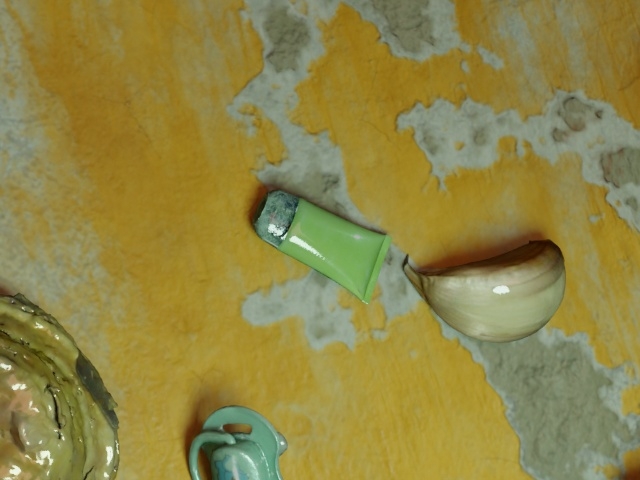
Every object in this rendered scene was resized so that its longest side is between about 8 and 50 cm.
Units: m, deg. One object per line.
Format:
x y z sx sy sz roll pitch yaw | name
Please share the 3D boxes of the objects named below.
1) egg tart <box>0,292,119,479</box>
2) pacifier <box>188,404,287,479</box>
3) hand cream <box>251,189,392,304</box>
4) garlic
-0.374 0.209 1.626 0.352 0.150 0.352 4 77 -18 | egg tart
-0.082 0.253 1.764 0.116 0.126 0.150 -34 109 -61 | pacifier
0.000 0.000 1.882 0.175 0.046 0.095 28 67 -19 | hand cream
0.222 0.063 1.911 0.206 0.115 0.128 -5 84 -19 | garlic
